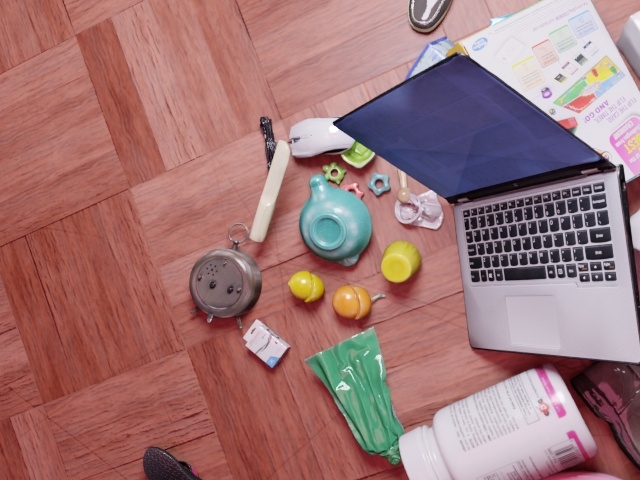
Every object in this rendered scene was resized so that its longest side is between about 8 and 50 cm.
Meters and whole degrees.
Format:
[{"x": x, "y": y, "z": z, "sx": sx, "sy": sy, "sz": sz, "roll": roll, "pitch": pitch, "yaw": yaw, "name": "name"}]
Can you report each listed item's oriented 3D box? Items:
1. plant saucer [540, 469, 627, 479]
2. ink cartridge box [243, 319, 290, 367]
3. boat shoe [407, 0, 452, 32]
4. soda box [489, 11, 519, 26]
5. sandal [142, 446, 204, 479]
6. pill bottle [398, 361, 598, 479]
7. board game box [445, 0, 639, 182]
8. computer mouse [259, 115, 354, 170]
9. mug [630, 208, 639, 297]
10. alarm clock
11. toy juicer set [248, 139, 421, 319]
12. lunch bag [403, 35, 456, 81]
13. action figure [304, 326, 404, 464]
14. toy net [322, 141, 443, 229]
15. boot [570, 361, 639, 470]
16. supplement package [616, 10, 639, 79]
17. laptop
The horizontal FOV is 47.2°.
[{"x": 0.430, "y": 0.534, "z": 1.189, "sx": 0.332, "sy": 0.084, "sz": 0.332, "roll": 0, "pitch": 88, "yaw": 14, "name": "plant saucer"}, {"x": -0.103, "y": 0.189, "z": 1.352, "sx": 0.083, "sy": 0.028, "sz": 0.048, "roll": 37, "pitch": 97, "yaw": 12, "name": "ink cartridge box"}, {"x": 0.205, "y": -0.477, "z": 1.267, "sx": 0.080, "sy": 0.073, "sz": 0.223, "roll": 23, "pitch": 94, "yaw": 13, "name": "boat shoe"}, {"x": 0.340, "y": -0.273, "z": 1.235, "sx": 0.071, "sy": 0.067, "sz": 0.210, "roll": -11, "pitch": 87, "yaw": 13, "name": "soda box"}, {"x": -0.259, "y": 0.452, "z": 1.384, "sx": 0.179, "sy": 0.040, "sz": 0.067, "roll": 36, "pitch": 103, "yaw": -3, "name": "sandal"}, {"x": 0.282, "y": 0.325, "z": 1.188, "sx": 0.283, "sy": 0.160, "sz": 0.160, "roll": -27, "pitch": 83, "yaw": 11, "name": "pill bottle"}, {"x": 0.378, "y": -0.214, "z": 1.158, "sx": 0.242, "sy": 0.064, "sz": 0.316, "roll": -28, "pitch": 91, "yaw": -13, "name": "board game box"}, {"x": -0.028, "y": -0.184, "z": 1.308, "sx": 0.193, "sy": 0.042, "sz": 0.106, "roll": -7, "pitch": 87, "yaw": 32, "name": "computer mouse"}, {"x": 0.652, "y": 0.020, "z": 1.020, "sx": 0.328, "sy": 0.276, "sz": 0.374, "roll": -41, "pitch": 43, "yaw": 0, "name": "mug"}, {"x": -0.173, "y": 0.060, "z": 1.357, "sx": 0.129, "sy": 0.064, "sz": 0.192, "roll": 15, "pitch": 89, "yaw": 14, "name": "alarm clock"}, {"x": 0.000, "y": 0.000, "z": 1.308, "sx": 0.329, "sy": 0.089, "sz": 0.209, "roll": 42, "pitch": 111, "yaw": 3, "name": "toy juicer set"}, {"x": 0.207, "y": -0.249, "z": 1.254, "sx": 0.129, "sy": 0.096, "sz": 0.151, "roll": 43, "pitch": 127, "yaw": 11, "name": "lunch bag"}, {"x": 0.082, "y": 0.286, "z": 1.287, "sx": 0.137, "sy": 0.063, "sz": 0.232, "roll": -27, "pitch": 79, "yaw": 10, "name": "action figure"}, {"x": 0.112, "y": -0.090, "z": 1.297, "sx": 0.232, "sy": 0.045, "sz": 0.122, "roll": 42, "pitch": 98, "yaw": 11, "name": "toy net"}, {"x": 0.538, "y": 0.272, "z": 1.173, "sx": 0.161, "sy": 0.083, "sz": 0.246, "roll": -37, "pitch": 82, "yaw": 4, "name": "boot"}, {"x": 0.608, "y": -0.300, "z": 1.127, "sx": 0.203, "sy": 0.149, "sz": 0.194, "roll": -30, "pitch": 82, "yaw": 11, "name": "supplement package"}, {"x": 0.219, "y": -0.018, "z": 1.068, "sx": 0.236, "sy": 0.382, "sz": 0.407, "roll": -6, "pitch": 88, "yaw": -23, "name": "laptop"}]
